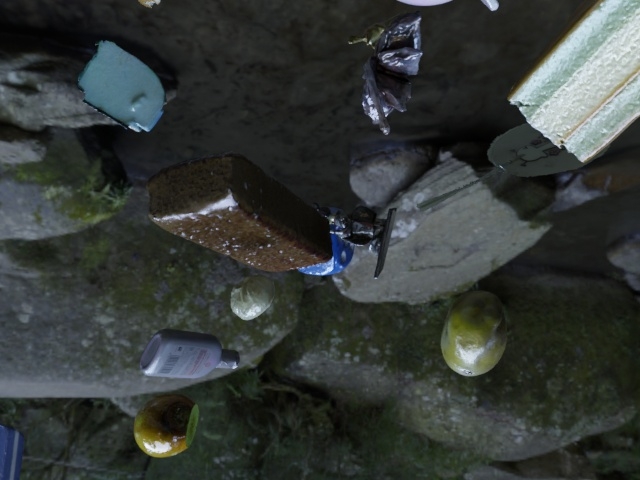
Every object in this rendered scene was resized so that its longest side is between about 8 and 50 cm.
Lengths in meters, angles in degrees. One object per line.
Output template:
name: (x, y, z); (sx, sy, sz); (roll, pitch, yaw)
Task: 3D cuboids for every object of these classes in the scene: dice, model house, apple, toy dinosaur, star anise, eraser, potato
dice: (0.000, 0.000, 1.414); (0.146, 0.143, 0.146); (5, -152, 24)
model house: (-0.362, -0.269, 1.030); (0.148, 0.120, 0.148); (31, 174, -16)
apple: (-0.377, 0.459, 1.377); (0.163, 0.147, 0.147); (9, 146, -24)
toy dinosaur: (0.136, -0.502, 1.308); (0.126, 0.162, 0.039); (5, 140, 7)
star anise: (0.116, -0.287, 0.950); (0.089, 0.231, 0.209); (16, 123, -4)
eraser: (-0.501, 0.381, 0.839); (0.081, 0.225, 0.036); (4, 176, 21)
potato: (0.334, 0.204, 1.219); (0.136, 0.155, 0.200); (-10, 140, -12)

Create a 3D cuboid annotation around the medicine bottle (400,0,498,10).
medicine bottle: (0.159, -0.499, 0.853); (0.235, 0.406, 0.236); (-2, 129, -2)

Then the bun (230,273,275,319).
bun: (-0.118, 0.091, 0.933); (0.055, 0.086, 0.086); (41, 145, -25)

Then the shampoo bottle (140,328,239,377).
shampoo bottle: (-0.196, 0.180, 0.869); (0.165, 0.080, 0.040); (19, -165, -49)

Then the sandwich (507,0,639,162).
sandwich: (0.375, -0.222, 0.754); (0.155, 0.198, 0.227); (39, -169, 3)

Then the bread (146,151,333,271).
bread: (-0.120, -0.036, 0.992); (0.165, 0.113, 0.416); (-14, 162, 18)

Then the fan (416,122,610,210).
fan: (0.374, -0.154, 1.086); (0.414, 0.012, 0.233); (-28, -149, -7)

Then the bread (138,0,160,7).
bread: (-0.309, -0.468, 0.956); (0.044, 0.126, 0.129); (-18, -153, -26)

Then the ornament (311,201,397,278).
ornament: (0.062, -0.021, 1.263); (0.195, 0.153, 0.166); (15, -174, 11)
